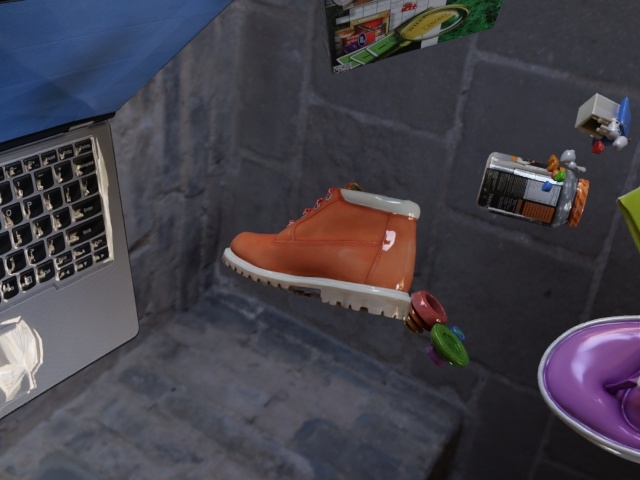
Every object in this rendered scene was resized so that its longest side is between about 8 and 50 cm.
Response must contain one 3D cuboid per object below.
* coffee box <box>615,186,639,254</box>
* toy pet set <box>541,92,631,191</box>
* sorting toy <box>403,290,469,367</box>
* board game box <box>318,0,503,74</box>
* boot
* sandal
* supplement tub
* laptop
[{"bbox_3d":[0.660,0.022,1.002,0.338,0.334,0.338,-38,60,45],"label":"coffee box"},{"bbox_3d":[0.347,-0.117,0.986,0.065,0.114,0.122,25,154,-9],"label":"toy pet set"},{"bbox_3d":[0.116,0.101,0.817,0.042,0.102,0.061,-42,130,21],"label":"sorting toy"},{"bbox_3d":[0.062,-0.180,0.489,0.136,0.259,0.030,-19,80,1],"label":"board game box"},{"bbox_3d":[0.000,0.000,0.543,0.158,0.059,0.084,9,87,37],"label":"boot"},{"bbox_3d":[0.431,0.165,0.797,0.416,0.169,0.102,15,157,27],"label":"sandal"},{"bbox_3d":[0.400,-0.092,1.493,0.190,0.117,0.117,15,121,10],"label":"supplement tub"},{"bbox_3d":[-0.232,0.007,0.626,0.236,0.382,0.407,13,117,31],"label":"laptop"}]
